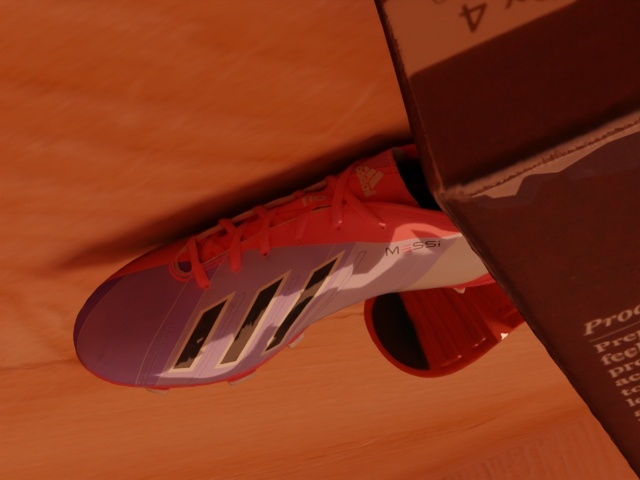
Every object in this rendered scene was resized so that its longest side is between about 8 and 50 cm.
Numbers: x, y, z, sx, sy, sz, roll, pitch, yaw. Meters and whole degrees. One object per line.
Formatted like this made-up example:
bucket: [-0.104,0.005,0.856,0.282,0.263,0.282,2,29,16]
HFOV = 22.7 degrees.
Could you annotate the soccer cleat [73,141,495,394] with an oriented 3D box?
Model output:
soccer cleat: [0.000,0.000,0.755,0.248,0.083,0.095,-15,142,-9]

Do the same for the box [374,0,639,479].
box: [0.159,-0.022,0.521,0.191,0.143,0.381,-22,152,11]

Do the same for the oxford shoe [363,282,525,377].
oxford shoe: [0.143,-0.009,0.921,0.271,0.097,0.098,-26,-174,40]
